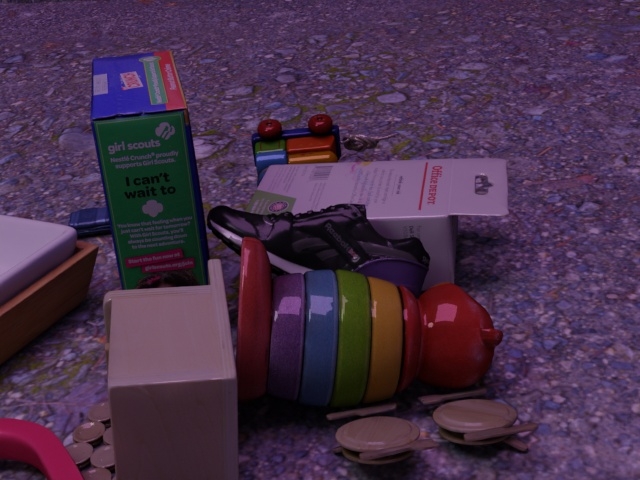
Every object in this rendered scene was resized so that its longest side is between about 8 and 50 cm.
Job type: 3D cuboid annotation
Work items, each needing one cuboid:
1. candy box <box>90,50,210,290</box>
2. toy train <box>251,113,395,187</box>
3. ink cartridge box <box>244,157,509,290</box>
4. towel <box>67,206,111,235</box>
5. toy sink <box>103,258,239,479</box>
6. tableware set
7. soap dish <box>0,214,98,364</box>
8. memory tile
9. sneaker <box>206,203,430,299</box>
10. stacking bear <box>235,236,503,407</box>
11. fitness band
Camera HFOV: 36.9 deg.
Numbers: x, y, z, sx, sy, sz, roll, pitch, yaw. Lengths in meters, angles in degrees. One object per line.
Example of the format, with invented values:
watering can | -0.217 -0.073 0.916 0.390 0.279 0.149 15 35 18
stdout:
candy box | -0.219 -0.062 1.264 0.122 0.317 0.268 -10 28 -7
toy train | 0.009 -0.134 1.607 0.247 0.105 0.143 -5 37 1
ink cartridge box | 0.085 -0.023 1.342 0.353 0.119 0.207 -1 26 11
towel | -0.346 -0.034 1.552 0.119 0.029 0.067 -9 27 -3
toy sink | -0.161 0.140 1.016 0.131 0.153 0.234 -3 30 -9
tableware set | 0.110 0.202 0.987 0.194 0.039 0.128 -7 11 -14
soap dish | -0.466 0.077 1.266 0.228 0.118 0.291 9 30 26
memory tile | -0.224 0.225 1.041 0.113 0.012 0.148 0 28 13
sneaker | 0.000 0.000 1.212 0.283 0.124 0.107 25 -7 5
stacking bear | 0.052 0.105 1.069 0.288 0.175 0.164 3 60 -5
fitness band | -0.325 0.275 0.915 0.209 0.054 0.291 -21 32 -24
